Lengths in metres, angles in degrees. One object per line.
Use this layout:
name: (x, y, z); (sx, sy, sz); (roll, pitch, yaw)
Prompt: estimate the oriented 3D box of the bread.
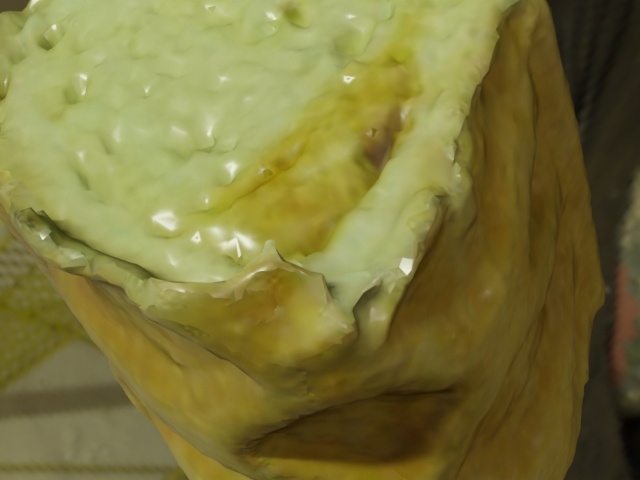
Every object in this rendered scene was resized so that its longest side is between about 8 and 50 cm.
bread: (-0.004, -0.003, 0.707); (0.196, 0.252, 0.238); (4, 54, 22)
